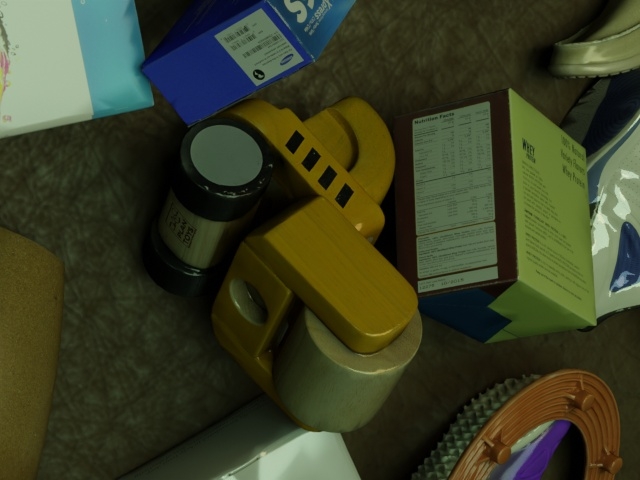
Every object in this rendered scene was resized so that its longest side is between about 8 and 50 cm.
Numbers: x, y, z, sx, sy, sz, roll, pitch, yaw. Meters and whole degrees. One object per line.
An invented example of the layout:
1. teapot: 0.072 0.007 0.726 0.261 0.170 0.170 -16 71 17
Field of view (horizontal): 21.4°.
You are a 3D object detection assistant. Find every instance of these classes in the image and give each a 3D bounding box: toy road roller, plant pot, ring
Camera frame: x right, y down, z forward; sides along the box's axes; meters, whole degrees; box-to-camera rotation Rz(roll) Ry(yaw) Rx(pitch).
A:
1. toy road roller: 0.000 0.000 1.676 0.241 0.202 0.329 -33 73 -32
2. plant pot: -0.345 0.117 1.597 0.237 0.237 0.254 29 71 -23
3. ring: 0.229 0.298 1.843 0.337 0.032 0.336 -25 128 -37

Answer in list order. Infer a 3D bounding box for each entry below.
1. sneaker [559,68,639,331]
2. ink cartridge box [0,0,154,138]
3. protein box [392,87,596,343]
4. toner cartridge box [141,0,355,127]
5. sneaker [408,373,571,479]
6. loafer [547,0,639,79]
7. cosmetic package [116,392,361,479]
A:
1. sneaker: 0.336 -0.028 1.900 0.182 0.127 0.315 29 93 -27
2. ink cartridge box: -0.324 -0.196 1.557 0.270 0.198 0.197 -14 103 -20
3. protein box: 0.180 -0.020 1.741 0.200 0.136 0.201 27 57 -55
4. toner cartridge box: -0.023 -0.256 1.596 0.075 0.165 0.348 52 41 -20
5. sneaker: 0.190 0.282 1.893 0.293 0.102 0.146 -43 126 -18
6. loafer: 0.355 -0.253 1.886 0.268 0.102 0.092 -27 105 -27
7. cosmetic package: -0.030 0.375 1.781 0.217 0.156 0.385 -27 105 -17
